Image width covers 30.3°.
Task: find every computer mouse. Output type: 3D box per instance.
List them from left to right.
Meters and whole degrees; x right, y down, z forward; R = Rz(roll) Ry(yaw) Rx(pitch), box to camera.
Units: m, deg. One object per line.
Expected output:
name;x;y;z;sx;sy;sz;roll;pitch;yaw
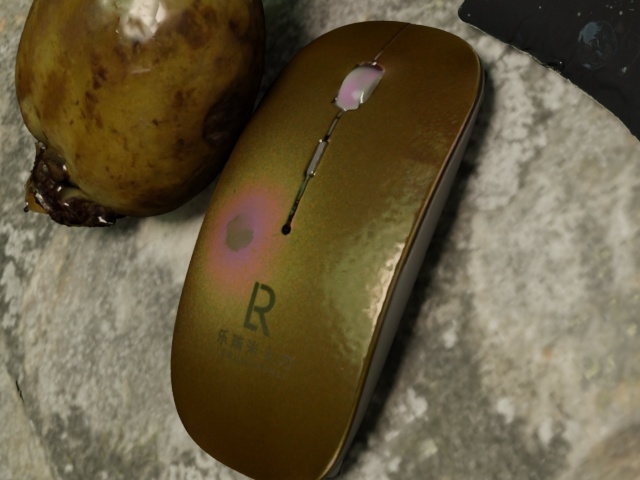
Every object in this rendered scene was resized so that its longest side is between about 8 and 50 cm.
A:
computer mouse;0.000;0.000;0.749;0.158;0.072;0.310;18;84;37

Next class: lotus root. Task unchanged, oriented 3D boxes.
lotus root;-0.119;-0.122;0.801;0.169;0.141;0.314;49;138;15

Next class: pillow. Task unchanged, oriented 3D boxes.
pillow;0.179;-0.141;0.674;0.141;0.055;0.208;-55;51;15
